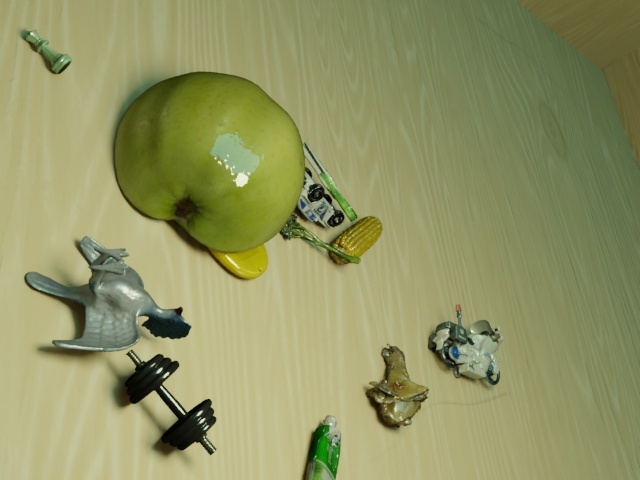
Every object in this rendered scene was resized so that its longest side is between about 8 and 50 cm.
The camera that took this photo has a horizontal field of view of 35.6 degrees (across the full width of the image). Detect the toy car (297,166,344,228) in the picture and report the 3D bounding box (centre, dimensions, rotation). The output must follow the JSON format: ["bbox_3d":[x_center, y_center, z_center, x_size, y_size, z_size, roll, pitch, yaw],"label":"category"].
[{"bbox_3d":[-0.018,-0.089,2.143,0.171,0.070,0.080,49,4,-48],"label":"toy car"}]

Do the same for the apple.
[{"bbox_3d":[-0.204,-0.151,1.920,0.360,0.320,0.312,-72,153,-50],"label":"apple"}]

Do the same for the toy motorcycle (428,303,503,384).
[{"bbox_3d":[0.343,0.242,2.299,0.221,0.102,0.150,25,56,-37],"label":"toy motorcycle"}]

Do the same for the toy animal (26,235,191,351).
[{"bbox_3d":[-0.335,0.099,1.588,0.255,0.176,0.239,3,35,-2],"label":"toy animal"}]

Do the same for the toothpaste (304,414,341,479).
[{"bbox_3d":[0.002,0.416,1.772,0.078,0.047,0.248,37,39,-21],"label":"toothpaste"}]

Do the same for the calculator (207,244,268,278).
[{"bbox_3d":[-0.185,-0.027,1.937,0.235,0.032,0.146,55,33,4],"label":"calculator"}]

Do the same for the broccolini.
[{"bbox_3d":[-0.002,-0.001,2.104,0.194,0.054,0.052,25,0,-13],"label":"broccolini"}]

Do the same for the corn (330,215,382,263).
[{"bbox_3d":[0.081,-0.002,2.214,0.068,0.068,0.207,53,31,-2],"label":"corn"}]

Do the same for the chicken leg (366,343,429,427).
[{"bbox_3d":[0.163,0.298,2.047,0.125,0.080,0.196,37,34,-3],"label":"chicken leg"}]

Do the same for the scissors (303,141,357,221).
[{"bbox_3d":[0.016,-0.129,2.190,0.204,0.027,0.101,55,-1,3],"label":"scissors"}]

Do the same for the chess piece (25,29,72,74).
[{"bbox_3d":[-0.502,-0.350,1.825,0.093,0.042,0.042,44,34,-5],"label":"chess piece"}]

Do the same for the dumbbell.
[{"bbox_3d":[-0.235,0.255,1.569,0.208,0.099,0.099,51,34,-4],"label":"dumbbell"}]
